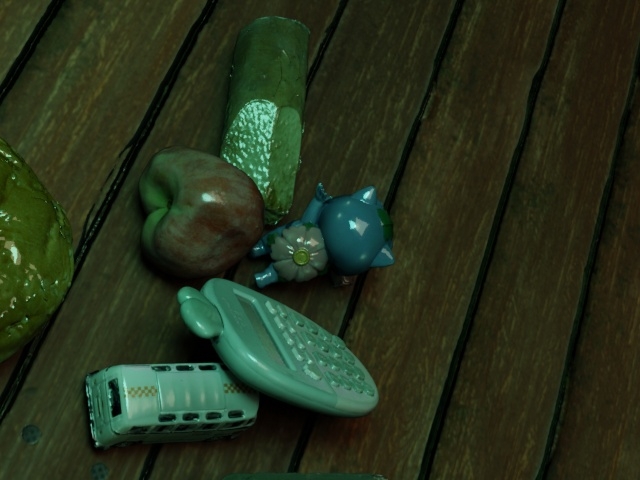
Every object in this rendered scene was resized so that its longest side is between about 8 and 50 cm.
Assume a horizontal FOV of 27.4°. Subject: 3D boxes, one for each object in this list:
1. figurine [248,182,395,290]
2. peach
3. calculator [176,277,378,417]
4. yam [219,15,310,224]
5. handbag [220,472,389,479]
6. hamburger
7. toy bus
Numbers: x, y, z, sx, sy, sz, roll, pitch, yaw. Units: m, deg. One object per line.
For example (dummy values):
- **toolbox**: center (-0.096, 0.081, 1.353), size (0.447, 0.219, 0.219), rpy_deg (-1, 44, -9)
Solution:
- **figurine**: center (0.001, 0.005, 1.591), size (0.178, 0.144, 0.114), rpy_deg (-18, 77, -2)
- **peach**: center (-0.137, -0.027, 1.508), size (0.152, 0.152, 0.152), rpy_deg (14, 61, -28)
- **calculator**: center (-0.049, 0.122, 1.477), size (0.295, 0.042, 0.184), rpy_deg (26, 20, -39)
- **yam**: center (-0.069, -0.152, 1.624), size (0.106, 0.106, 0.259), rpy_deg (18, 58, -26)
- **handbag**: center (-0.015, 0.384, 1.420), size (0.247, 0.079, 0.260), rpy_deg (9, 65, -30)
- **hamburger**: center (-0.391, 0.012, 1.310), size (0.265, 0.134, 0.285), rpy_deg (51, 49, -6)
- **toy bus**: center (-0.152, 0.173, 1.421), size (0.193, 0.089, 0.087), rpy_deg (3, 67, -34)
